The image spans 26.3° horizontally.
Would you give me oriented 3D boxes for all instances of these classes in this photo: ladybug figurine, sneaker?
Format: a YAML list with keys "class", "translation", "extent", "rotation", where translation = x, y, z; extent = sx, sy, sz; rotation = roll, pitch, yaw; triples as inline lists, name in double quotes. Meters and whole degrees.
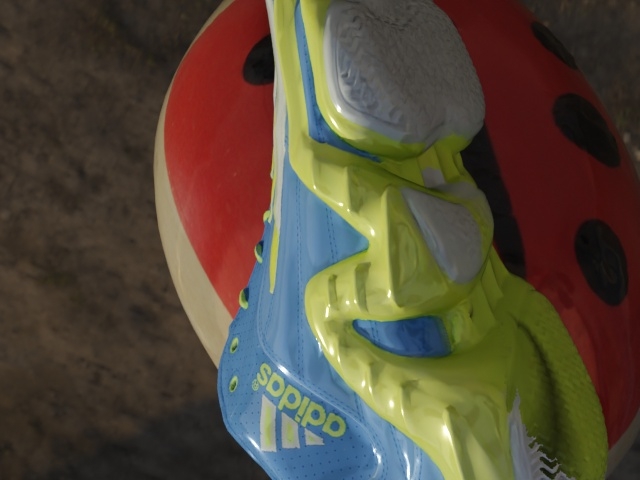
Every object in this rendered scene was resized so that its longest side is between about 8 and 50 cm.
- class: "ladybug figurine"
  translation: [0.058, -0.038, 0.827]
  extent: [0.305, 0.449, 0.162]
  rotation: [-6, 139, -18]
- class: "sneaker"
  translation: [0.000, 0.000, 0.469]
  extent: [0.126, 0.240, 0.091]
  rotation: [-30, 157, 29]
